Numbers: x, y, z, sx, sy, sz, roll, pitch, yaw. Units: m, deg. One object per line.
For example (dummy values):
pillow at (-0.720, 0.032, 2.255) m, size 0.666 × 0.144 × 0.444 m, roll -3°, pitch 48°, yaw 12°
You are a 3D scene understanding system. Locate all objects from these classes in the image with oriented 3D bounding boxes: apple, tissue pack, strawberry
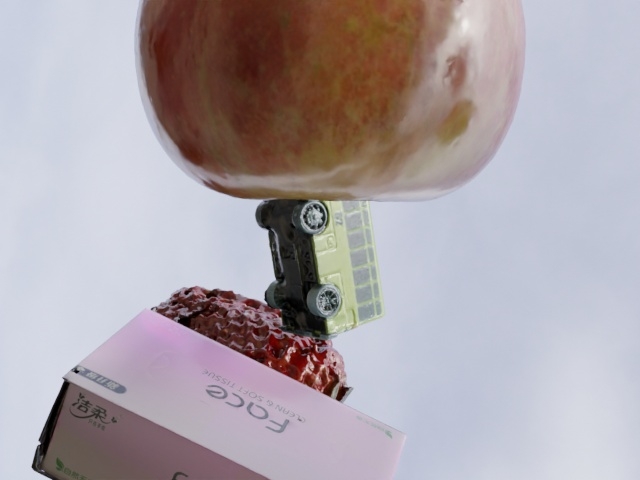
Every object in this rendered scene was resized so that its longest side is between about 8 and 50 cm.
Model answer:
apple at (0.009, -0.101, 0.475) m, size 0.210 × 0.209 × 0.164 m, roll 8°, pitch -83°, yaw 40°
tissue pack at (-0.070, 0.160, 0.713) m, size 0.246 × 0.148 × 0.092 m, roll 24°, pitch -70°, yaw 6°
strawberry at (-0.075, 0.118, 0.961) m, size 0.286 × 0.188 × 0.106 m, roll 32°, pitch -69°, yaw 31°

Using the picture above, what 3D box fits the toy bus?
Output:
toy bus at (0.000, 0.000, 0.903) m, size 0.088 × 0.101 × 0.174 m, roll 5°, pitch -74°, yaw 53°
